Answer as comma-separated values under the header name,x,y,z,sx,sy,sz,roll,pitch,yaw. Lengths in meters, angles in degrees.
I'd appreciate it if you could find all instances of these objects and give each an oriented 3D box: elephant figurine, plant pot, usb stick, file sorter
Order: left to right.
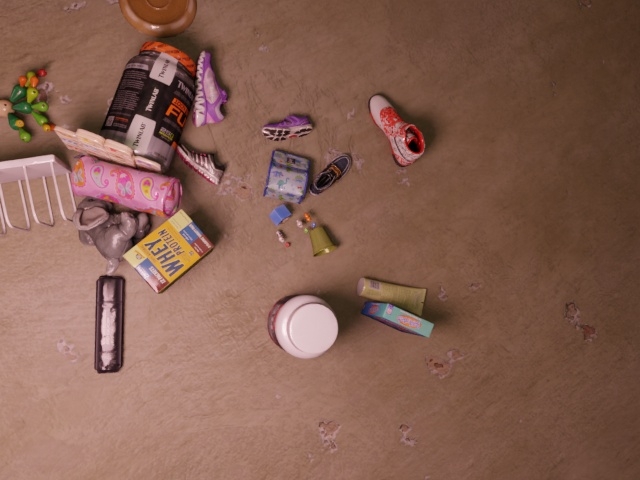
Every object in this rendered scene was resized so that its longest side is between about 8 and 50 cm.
name,x,y,z,sx,sy,sz,roll,pitch,yaw
file sorter,-0.827,-0.111,1.333,0.278,0.193,0.173,-11,90,-15
elephant figurine,-0.628,-0.053,1.410,0.239,0.186,0.169,27,112,1
usb stick,-0.607,0.239,1.425,0.077,0.045,0.278,1,84,-21
plant pot,-0.510,-0.757,1.556,0.236,0.032,0.236,1,84,-13
plant pot,0.000,0.000,1.587,0.083,0.083,0.079,-19,78,-15

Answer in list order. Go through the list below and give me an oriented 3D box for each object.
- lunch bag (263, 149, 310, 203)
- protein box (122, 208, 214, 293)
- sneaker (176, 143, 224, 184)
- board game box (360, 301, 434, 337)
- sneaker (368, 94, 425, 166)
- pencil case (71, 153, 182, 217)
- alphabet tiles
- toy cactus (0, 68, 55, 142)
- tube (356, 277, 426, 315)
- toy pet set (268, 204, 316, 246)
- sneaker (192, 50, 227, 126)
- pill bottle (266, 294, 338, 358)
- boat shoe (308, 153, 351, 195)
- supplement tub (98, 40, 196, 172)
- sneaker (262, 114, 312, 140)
name,x,y,z,sx,sy,sz,roll,pitch,yaw
lunch bag,-0.104,-0.207,1.573,0.129,0.096,0.151,14,67,-10
protein box,-0.425,0.037,1.409,0.200,0.201,0.136,-42,95,-14
sneaker,-0.366,-0.248,1.526,0.170,0.063,0.075,39,77,-12
board game box,0.233,0.244,1.546,0.160,0.210,0.047,25,79,-9
sneaker,0.259,-0.384,1.649,0.090,0.145,0.270,-25,90,-15
pencil case,-0.522,-0.148,1.338,0.284,0.124,0.124,15,81,6
alphabet tiles,-0.572,-0.228,1.357,0.278,0.284,0.021,20,78,-12
toy cactus,-0.855,-0.380,1.412,0.181,0.112,0.219,-3,87,5
tube,0.238,0.180,1.636,0.240,0.062,0.070,15,122,-16
toy pet set,-0.097,-0.057,1.552,0.122,0.065,0.114,-38,83,6
sneaker,-0.343,-0.467,1.543,0.105,0.095,0.236,0,89,-20
pill bottle,-0.051,0.243,1.419,0.176,0.318,0.176,2,83,-13
boat shoe,0.041,-0.218,1.610,0.065,0.083,0.183,45,76,-6
supplement tub,-0.490,-0.381,1.433,0.207,0.207,0.338,18,81,-11
sneaker,-0.112,-0.370,1.609,0.170,0.068,0.071,-12,72,-23
